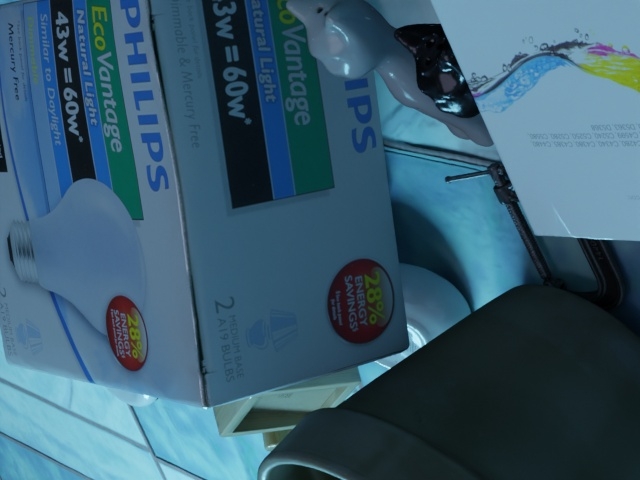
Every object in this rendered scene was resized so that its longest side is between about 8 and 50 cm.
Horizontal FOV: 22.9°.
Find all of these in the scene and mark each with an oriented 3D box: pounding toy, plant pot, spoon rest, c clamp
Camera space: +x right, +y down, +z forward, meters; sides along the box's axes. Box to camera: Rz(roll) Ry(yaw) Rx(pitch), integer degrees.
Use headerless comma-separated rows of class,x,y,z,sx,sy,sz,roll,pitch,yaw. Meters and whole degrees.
pounding toy,-0.033,0.159,1.764,0.206,0.181,0.094,126,134,-55
plant pot,0.153,0.198,1.361,0.323,0.280,0.323,32,154,18
spoon rest,0.081,0.123,1.601,0.137,0.084,0.276,12,132,11
c clamp,0.195,-0.003,1.369,0.137,0.022,0.161,-15,110,53

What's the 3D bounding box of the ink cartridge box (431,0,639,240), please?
ink cartridge box,0.210,-0.160,0.985,0.197,0.198,0.270,3,126,52

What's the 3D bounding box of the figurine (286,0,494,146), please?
figurine,0.100,-0.125,1.159,0.209,0.092,0.215,16,-174,-41

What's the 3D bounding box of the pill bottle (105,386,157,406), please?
pill bottle,-0.152,0.078,1.730,0.117,0.215,0.117,34,147,26

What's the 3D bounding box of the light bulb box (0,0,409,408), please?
light bulb box,-0.134,-0.058,1.436,0.361,0.225,0.358,2,103,53
